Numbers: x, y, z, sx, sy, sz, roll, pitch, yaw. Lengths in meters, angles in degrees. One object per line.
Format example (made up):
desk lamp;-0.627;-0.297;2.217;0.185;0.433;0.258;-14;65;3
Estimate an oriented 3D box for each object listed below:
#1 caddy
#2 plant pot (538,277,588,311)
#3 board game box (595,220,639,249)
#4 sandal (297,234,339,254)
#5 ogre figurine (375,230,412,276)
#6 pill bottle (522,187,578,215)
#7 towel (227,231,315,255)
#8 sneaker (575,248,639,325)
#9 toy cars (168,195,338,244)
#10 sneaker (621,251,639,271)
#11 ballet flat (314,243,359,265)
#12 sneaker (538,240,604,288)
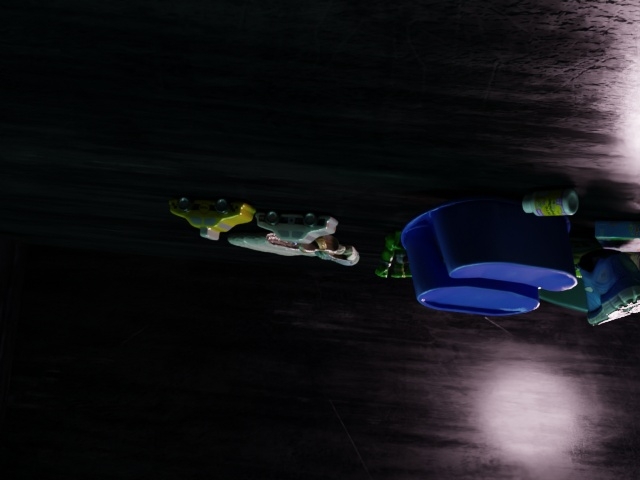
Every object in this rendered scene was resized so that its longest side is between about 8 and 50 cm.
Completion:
caddy;0.320;0.016;1.433;0.341;0.179;0.241;8;149;-24
plant pot;0.624;0.092;1.925;0.234;0.165;0.165;10;176;25
board game box;0.653;-0.006;1.531;0.160;0.039;0.211;1;174;26
sandal;0.000;0.000;2.041;0.049;0.072;0.180;-19;161;36
ogre figurine;0.223;0.036;1.922;0.097;0.118;0.197;3;176;-23
pill bottle;0.376;-0.062;1.236;0.043;0.043;0.083;11;171;-43
towel;-0.130;0.014;2.343;0.187;0.049;0.282;-1;171;43
sneaker;0.627;0.091;1.618;0.130;0.147;0.330;-18;163;6
toy cars;-0.153;-0.034;1.742;0.394;0.087;0.176;8;174;-23
sneaker;0.737;0.067;1.706;0.161;0.102;0.282;7;-172;39
ballet flat;0.067;0.038;2.345;0.188;0.070;0.070;6;175;-42
sneaker;0.558;0.027;1.709;0.295;0.123;0.109;-6;137;-23
